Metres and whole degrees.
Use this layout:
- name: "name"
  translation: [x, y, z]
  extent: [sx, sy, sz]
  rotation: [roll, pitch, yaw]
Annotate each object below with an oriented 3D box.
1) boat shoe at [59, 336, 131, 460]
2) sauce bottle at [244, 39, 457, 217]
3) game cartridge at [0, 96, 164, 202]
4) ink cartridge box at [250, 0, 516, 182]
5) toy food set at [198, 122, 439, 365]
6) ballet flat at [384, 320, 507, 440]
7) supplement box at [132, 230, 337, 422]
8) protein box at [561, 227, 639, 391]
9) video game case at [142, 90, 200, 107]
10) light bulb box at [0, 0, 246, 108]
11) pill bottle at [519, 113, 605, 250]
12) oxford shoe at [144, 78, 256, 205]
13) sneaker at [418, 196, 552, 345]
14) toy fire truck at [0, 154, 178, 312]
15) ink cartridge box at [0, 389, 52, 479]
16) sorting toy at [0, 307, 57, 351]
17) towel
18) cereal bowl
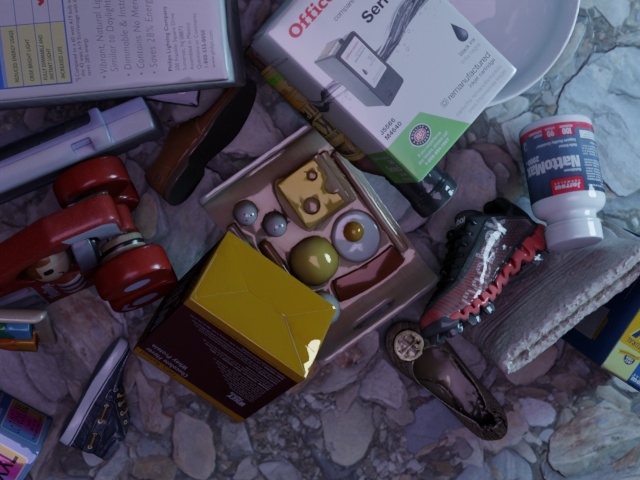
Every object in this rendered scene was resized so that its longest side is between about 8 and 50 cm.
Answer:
- name: "boat shoe"
  translation: [-0.305, 0.232, 1.642]
  extent: [0.083, 0.065, 0.183]
  rotation: [28, 100, -14]
- name: "sauce bottle"
  translation: [0.050, -0.173, 1.546]
  extent: [0.344, 0.111, 0.111]
  rotation: [43, 92, -10]
- name: "game cartridge"
  translation: [-0.385, -0.100, 1.488]
  extent: [0.355, 0.230, 0.068]
  rotation: [-23, 90, -4]
- name: "ink cartridge box"
  translation: [0.078, -0.235, 1.434]
  extent: [0.273, 0.115, 0.198]
  rotation: [42, 84, -11]
- name: "toy food set"
  translation: [0.000, 0.000, 1.626]
  extent: [0.219, 0.092, 0.306]
  rotation: [-36, 102, -1]
- name: "ballet flat"
  translation: [0.196, 0.217, 1.705]
  extent: [0.084, 0.058, 0.250]
  rotation: [-44, 102, 0]
- name: "supplement box"
  translation: [-0.121, 0.125, 1.562]
  extent: [0.191, 0.194, 0.129]
  rotation: [36, 49, -11]
- name: "protein box"
  translation: [0.481, 0.111, 1.652]
  extent: [0.136, 0.201, 0.200]
  rotation: [32, 94, -12]
- name: "video game case"
  translation: [-0.251, -0.336, 1.572]
  extent: [0.196, 0.026, 0.274]
  rotation: [7, 99, -9]
- name: "light bulb box"
  translation: [-0.297, -0.355, 1.425]
  extent: [0.361, 0.225, 0.358]
  rotation: [-5, 95, 2]
- name: "pill bottle"
  translation: [0.354, -0.082, 1.622]
  extent: [0.108, 0.108, 0.180]
  rotation: [-6, 76, -7]
- name: "oxford shoe"
  translation: [-0.173, -0.154, 1.593]
  extent: [0.076, 0.076, 0.212]
  rotation: [36, 83, 26]
- name: "sneaker"
  translation: [0.218, 0.035, 1.628]
  extent: [0.135, 0.097, 0.276]
  rotation: [49, 62, -2]
- name: "toy fire truck"
  translation: [-0.341, 0.027, 1.487]
  extent: [0.253, 0.302, 0.169]
  rotation: [-25, 81, -7]
- name: "ink cartridge box"
  translation: [-0.621, 0.285, 1.564]
  extent: [0.395, 0.151, 0.270]
  rotation: [32, 94, -10]
- name: "sorting toy"
  translation: [-0.463, 0.122, 1.527]
  extent: [0.193, 0.208, 0.038]
  rotation: [3, 76, -8]
- name: "towel"
  translation: [0.341, 0.075, 1.636]
  extent: [0.282, 0.187, 0.049]
  rotation: [-38, 106, -1]
- name: "cereal bowl"
  translation: [0.182, -0.353, 1.567]
  extent: [0.338, 0.141, 0.339]
  rotation: [-1, 100, -7]
